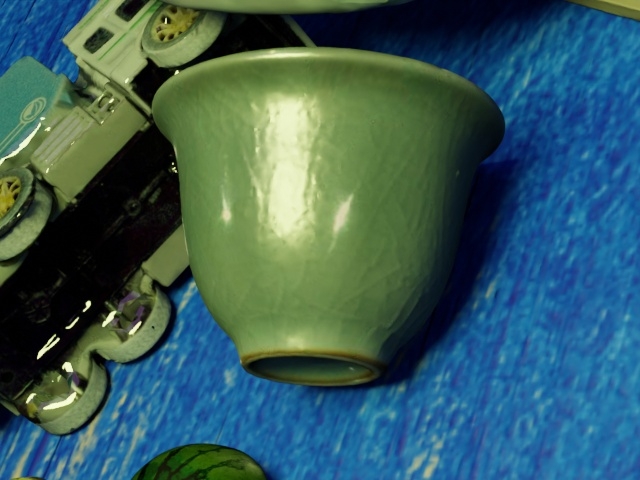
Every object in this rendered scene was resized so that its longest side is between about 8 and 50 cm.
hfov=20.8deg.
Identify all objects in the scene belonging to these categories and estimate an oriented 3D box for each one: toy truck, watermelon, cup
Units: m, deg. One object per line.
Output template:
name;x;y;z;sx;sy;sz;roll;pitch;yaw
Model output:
toy truck;-0.163;-0.020;1.113;0.367;0.146;0.175;-45;37;-4
watermelon;-0.078;0.156;0.955;0.105;0.062;0.105;-23;50;30
cup;0.000;0.000;0.964;0.199;0.199;0.150;-8;70;33

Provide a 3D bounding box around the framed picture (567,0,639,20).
framed picture;0.221;-0.262;1.116;0.209;0.019;0.281;24;72;47

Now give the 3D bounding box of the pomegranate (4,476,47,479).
pomegranate;-0.166;0.278;0.827;0.310;0.216;0.358;-52;11;-10

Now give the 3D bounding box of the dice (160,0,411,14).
dice;-0.009;-0.337;1.014;0.348;0.328;0.330;-19;32;-21
